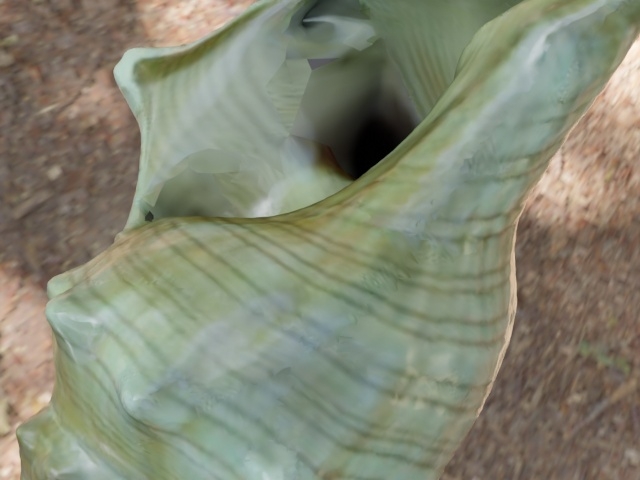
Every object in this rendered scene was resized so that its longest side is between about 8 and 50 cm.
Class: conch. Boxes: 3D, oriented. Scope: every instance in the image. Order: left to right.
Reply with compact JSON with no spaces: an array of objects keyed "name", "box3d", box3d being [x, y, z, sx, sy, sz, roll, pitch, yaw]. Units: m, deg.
[{"name":"conch","box3d":[-0.005,0.007,0.476,0.137,0.114,0.234,28,73,27]}]
